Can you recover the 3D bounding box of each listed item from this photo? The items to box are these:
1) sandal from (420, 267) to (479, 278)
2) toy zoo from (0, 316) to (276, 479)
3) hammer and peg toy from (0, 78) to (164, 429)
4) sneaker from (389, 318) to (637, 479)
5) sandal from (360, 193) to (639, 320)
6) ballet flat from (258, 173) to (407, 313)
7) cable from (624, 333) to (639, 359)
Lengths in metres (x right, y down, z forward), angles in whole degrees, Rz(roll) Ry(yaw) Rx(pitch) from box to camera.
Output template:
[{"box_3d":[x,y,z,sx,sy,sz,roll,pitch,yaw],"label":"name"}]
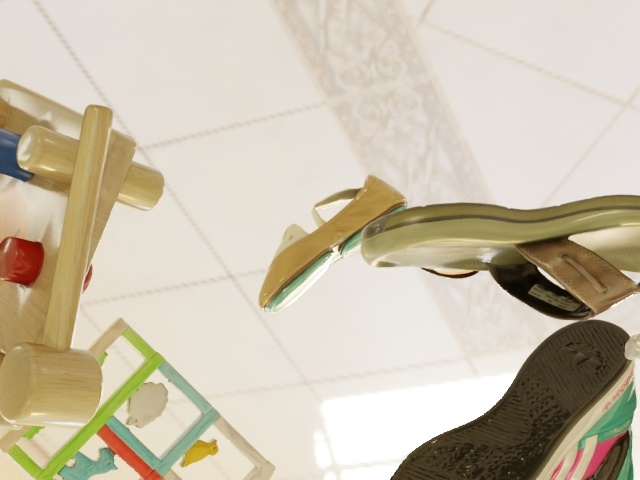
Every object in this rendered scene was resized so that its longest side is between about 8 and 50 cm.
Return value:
[{"box_3d":[0.174,0.020,1.660,0.102,0.265,0.076,-2,107,7],"label":"sandal"},{"box_3d":[-0.184,0.253,1.375,0.293,0.192,0.030,47,166,-10],"label":"toy zoo"},{"box_3d":[-0.232,0.010,1.024,0.127,0.266,0.361,20,-177,-39],"label":"hammer and peg toy"},{"box_3d":[0.176,0.221,1.104,0.124,0.295,0.178,32,152,45],"label":"sneaker"},{"box_3d":[0.183,0.023,0.993,0.302,0.086,0.120,-1,161,-3],"label":"sandal"},{"box_3d":[0.000,0.000,1.410,0.073,0.232,0.080,47,147,15],"label":"ballet flat"},{"box_3d":[0.342,0.064,0.717,0.257,0.089,0.257,1,162,-27],"label":"cable"}]
